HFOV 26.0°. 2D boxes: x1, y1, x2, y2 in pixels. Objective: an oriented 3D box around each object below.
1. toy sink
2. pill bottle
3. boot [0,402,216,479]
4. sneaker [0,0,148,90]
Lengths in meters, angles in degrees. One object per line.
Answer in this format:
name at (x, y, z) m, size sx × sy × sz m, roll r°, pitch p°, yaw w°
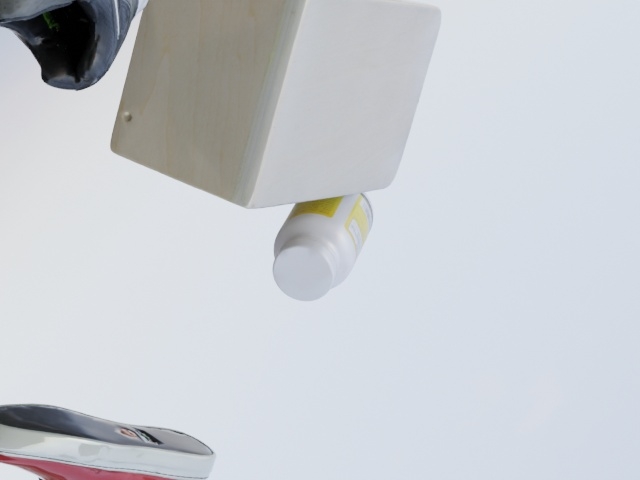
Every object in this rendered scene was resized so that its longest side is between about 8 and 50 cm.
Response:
toy sink at (-0.029, -0.123, 1.018) m, size 0.234 × 0.131 × 0.152 m, roll -14°, pitch 123°, yaw -62°
pill bottle at (0.000, 0.000, 1.082) m, size 0.065 × 0.065 × 0.116 m, roll -34°, pitch -167°, yaw 26°
boot at (-0.224, 0.247, 1.249) m, size 0.088 × 0.244 × 0.176 m, roll 30°, pitch -82°, yaw 51°
sneaker at (-0.153, -0.166, 0.697) m, size 0.078 × 0.234 × 0.106 m, roll -7°, pitch -129°, yaw 16°
